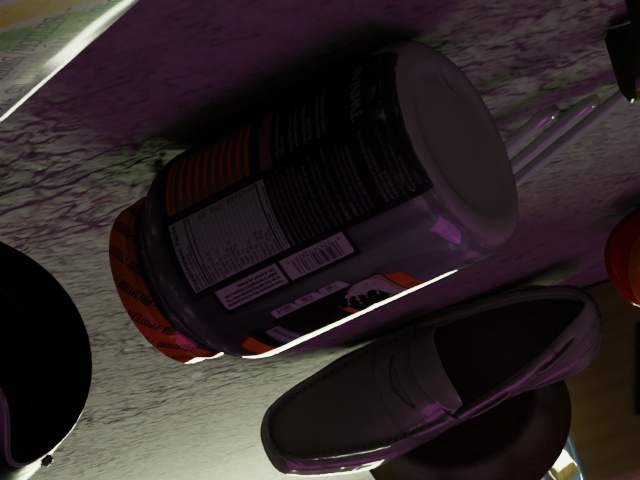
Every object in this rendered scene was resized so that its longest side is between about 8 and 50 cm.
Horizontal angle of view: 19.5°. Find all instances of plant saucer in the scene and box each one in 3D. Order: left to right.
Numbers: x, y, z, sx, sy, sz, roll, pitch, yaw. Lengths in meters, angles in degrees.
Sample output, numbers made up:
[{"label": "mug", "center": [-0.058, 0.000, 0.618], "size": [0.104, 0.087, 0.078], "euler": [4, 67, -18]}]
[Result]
[{"label": "plant saucer", "center": [0.128, 0.155, 1.702], "size": [0.198, 0.198, 0.036], "euler": [-19, 139, 2]}]

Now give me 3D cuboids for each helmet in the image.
[{"label": "helmet", "center": [-0.199, 0.059, 0.879], "size": [0.169, 0.169, 0.161], "euler": [-19, 151, 2]}]

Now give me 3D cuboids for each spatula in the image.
[{"label": "spatula", "center": [0.089, -0.020, 1.122], "size": [0.242, 0.019, 0.168], "euler": [-40, 168, 37]}]

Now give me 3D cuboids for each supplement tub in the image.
[{"label": "supplement tub", "center": [-0.007, -0.013, 0.942], "size": [0.190, 0.117, 0.117], "euler": [-25, 165, 28]}]

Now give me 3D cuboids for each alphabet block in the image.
[{"label": "alphabet block", "center": [0.304, 0.146, 1.834], "size": [0.197, 0.193, 0.192], "euler": [-17, 168, -9]}]

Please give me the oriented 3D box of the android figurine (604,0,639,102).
[{"label": "android figurine", "center": [0.287, -0.141, 0.966], "size": [0.273, 0.056, 0.248], "euler": [-16, 166, -3]}]

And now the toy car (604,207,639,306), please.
[{"label": "toy car", "center": [0.299, 0.022, 1.494], "size": [0.136, 0.159, 0.182], "euler": [14, -177, 28]}]

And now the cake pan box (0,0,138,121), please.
[{"label": "cake pan box", "center": [-0.139, -0.105, 0.506], "size": [0.246, 0.070, 0.267], "euler": [-3, 160, -43]}]

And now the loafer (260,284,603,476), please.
[{"label": "loafer", "center": [0.094, 0.115, 1.635], "size": [0.319, 0.112, 0.111], "euler": [-25, 160, -1]}]
